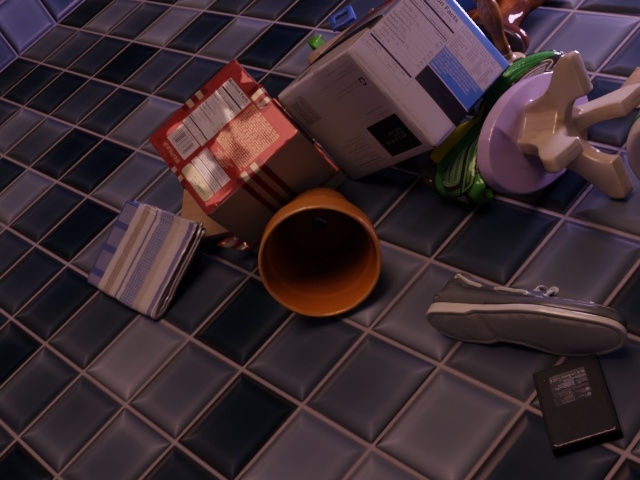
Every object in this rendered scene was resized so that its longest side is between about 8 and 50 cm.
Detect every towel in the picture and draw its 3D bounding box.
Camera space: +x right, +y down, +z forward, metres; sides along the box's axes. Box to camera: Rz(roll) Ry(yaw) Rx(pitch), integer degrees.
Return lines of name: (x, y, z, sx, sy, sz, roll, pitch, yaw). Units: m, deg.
towel: (-0.355, 0.032, 2.051, 0.285, 0.034, 0.209, 19, 80, 48)

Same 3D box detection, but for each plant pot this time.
plant pot: (0.000, 0.000, 1.761, 0.205, 0.205, 0.188, -24, 22, 11)

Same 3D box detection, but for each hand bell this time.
hand bell: (0.334, -0.357, 1.870, 0.126, 0.242, 0.126, -19, 39, 16)

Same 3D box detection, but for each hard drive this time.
hard drive: (0.348, 0.223, 1.386, 0.094, 0.022, 0.135, -21, 38, 15)

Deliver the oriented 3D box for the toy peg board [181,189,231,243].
toy peg board: (-0.193, -0.061, 2.064, 0.161, 0.079, 0.160, -14, 56, 24)

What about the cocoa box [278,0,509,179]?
cocoa box: (0.125, -0.288, 1.849, 0.228, 0.231, 0.347, -47, 12, -19)

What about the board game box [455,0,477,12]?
board game box: (0.352, -0.587, 2.279, 0.210, 0.047, 0.160, -25, 37, 10)

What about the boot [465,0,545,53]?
boot: (0.425, -0.468, 2.061, 0.280, 0.096, 0.264, -34, 18, -10)

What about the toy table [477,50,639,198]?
toy table: (0.396, -0.182, 1.648, 0.161, 0.252, 0.274, 0, 44, 54)

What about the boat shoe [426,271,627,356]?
boat shoe: (0.303, 0.096, 1.487, 0.319, 0.116, 0.099, 1, 51, 43)

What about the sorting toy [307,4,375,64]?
sorting toy: (0.083, -0.425, 2.291, 0.196, 0.047, 0.347, -37, 37, 0)

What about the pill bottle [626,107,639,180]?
pill bottle: (0.621, -0.240, 1.567, 0.204, 0.204, 0.361, 4, 49, 38)

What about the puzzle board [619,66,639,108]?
puzzle board: (0.584, -0.261, 1.777, 0.096, 0.011, 0.128, -48, 39, -18)

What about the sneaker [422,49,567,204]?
sneaker: (0.345, -0.190, 1.790, 0.343, 0.134, 0.146, -49, 46, -8)

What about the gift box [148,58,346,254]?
gift box: (-0.146, -0.139, 1.887, 0.276, 0.258, 0.255, -38, 61, 8)
